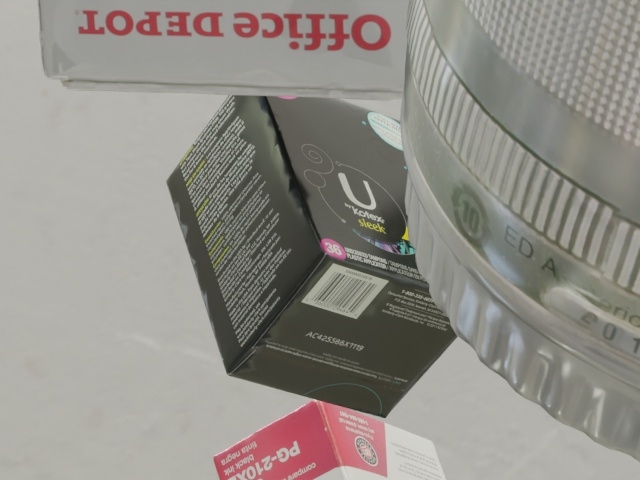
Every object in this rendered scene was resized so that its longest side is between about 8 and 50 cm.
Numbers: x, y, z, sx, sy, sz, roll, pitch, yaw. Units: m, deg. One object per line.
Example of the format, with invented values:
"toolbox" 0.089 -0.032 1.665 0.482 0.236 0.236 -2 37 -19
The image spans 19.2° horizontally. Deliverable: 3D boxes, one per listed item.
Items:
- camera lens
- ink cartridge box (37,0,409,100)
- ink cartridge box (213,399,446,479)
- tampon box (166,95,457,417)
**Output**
"camera lens" 0.142 -0.096 0.488 0.219 0.219 0.274 34 -44 24
"ink cartridge box" -0.030 -0.236 0.974 0.226 0.131 0.306 5 -73 20
"ink cartridge box" 0.039 0.248 1.303 0.100 0.172 0.237 -31 -119 21
"tampon box" 0.000 0.000 1.089 0.101 0.120 0.161 -50 -140 29
